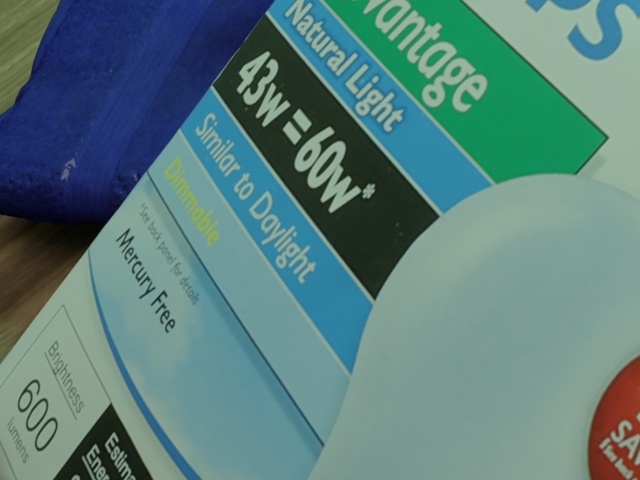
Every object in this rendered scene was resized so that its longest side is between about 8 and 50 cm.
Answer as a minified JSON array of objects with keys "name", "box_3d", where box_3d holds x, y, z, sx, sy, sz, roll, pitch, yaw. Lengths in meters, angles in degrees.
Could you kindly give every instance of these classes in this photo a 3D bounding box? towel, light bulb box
[{"name":"towel","box_3d":[-0.079,-0.093,1.016,0.308,0.076,0.228,7,60,36]},{"name":"light bulb box","box_3d":[0.088,0.076,0.634,0.361,0.225,0.358,-52,46,14]}]
